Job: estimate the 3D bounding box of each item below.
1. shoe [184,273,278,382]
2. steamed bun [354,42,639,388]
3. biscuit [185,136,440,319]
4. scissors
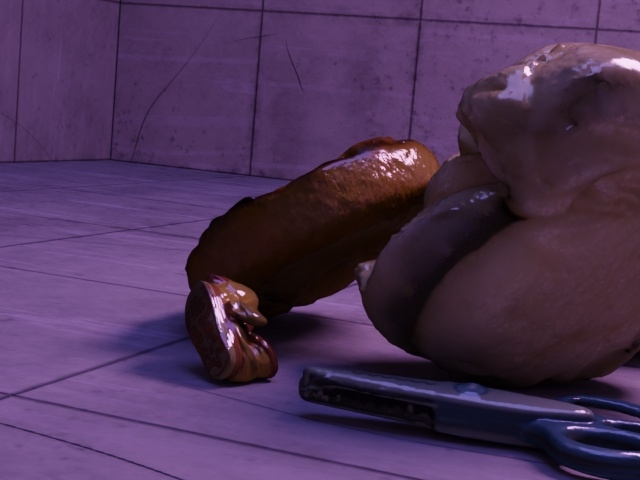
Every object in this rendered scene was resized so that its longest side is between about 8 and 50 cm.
[{"bbox_3d":[-0.080,0.083,1.041,0.069,0.072,0.109,16,19,-34],"label":"shoe"},{"bbox_3d":[0.212,-0.037,1.076,0.325,0.372,0.230,22,21,-42],"label":"steamed bun"},{"bbox_3d":[0.000,0.000,1.227,0.296,0.102,0.296,-27,-10,-5],"label":"biscuit"},{"bbox_3d":[0.123,0.132,0.895,0.289,0.041,0.138,7,15,12],"label":"scissors"}]
